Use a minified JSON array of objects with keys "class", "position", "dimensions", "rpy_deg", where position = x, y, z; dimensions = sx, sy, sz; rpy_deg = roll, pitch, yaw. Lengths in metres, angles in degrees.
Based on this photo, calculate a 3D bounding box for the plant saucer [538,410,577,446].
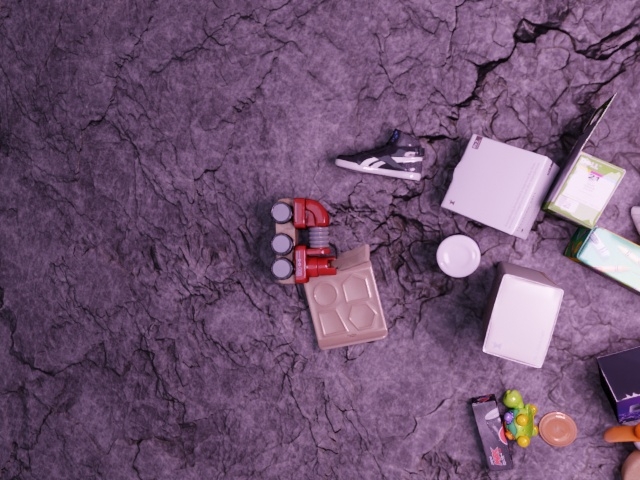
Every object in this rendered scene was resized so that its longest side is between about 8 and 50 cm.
[{"class":"plant saucer","position":[0.562,0.447,1.236],"dimensions":[0.083,0.013,0.083],"rpy_deg":[1,94,17]}]

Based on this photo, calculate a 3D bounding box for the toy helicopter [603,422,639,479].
[{"class":"toy helicopter","position":[0.763,0.419,1.068],"dimensions":[0.235,0.140,0.355],"rpy_deg":[35,115,9]}]

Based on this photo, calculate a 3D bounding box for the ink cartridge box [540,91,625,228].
[{"class":"ink cartridge box","position":[0.578,-0.160,1.104],"dimensions":[0.097,0.189,0.255],"rpy_deg":[29,101,14]}]

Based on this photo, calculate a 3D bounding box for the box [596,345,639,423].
[{"class":"box","position":[0.728,0.279,1.077],"dimensions":[0.261,0.184,0.103],"rpy_deg":[-22,53,18]}]

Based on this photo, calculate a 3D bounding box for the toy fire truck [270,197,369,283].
[{"class":"toy fire truck","position":[0.000,0.000,1.323],"dimensions":[0.246,0.158,0.217],"rpy_deg":[-1,87,5]}]

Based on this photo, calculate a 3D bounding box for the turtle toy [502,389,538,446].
[{"class":"turtle toy","position":[0.467,0.418,1.232],"dimensions":[0.066,0.095,0.130],"rpy_deg":[-3,91,39]}]

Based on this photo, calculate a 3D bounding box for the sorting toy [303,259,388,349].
[{"class":"sorting toy","position":[0.065,0.168,1.368],"dimensions":[0.193,0.038,0.208],"rpy_deg":[-14,84,18]}]

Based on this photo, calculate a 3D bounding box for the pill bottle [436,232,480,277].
[{"class":"pill bottle","position":[0.321,0.029,1.206],"dimensions":[0.094,0.169,0.094],"rpy_deg":[1,94,17]}]

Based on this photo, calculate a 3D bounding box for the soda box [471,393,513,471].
[{"class":"soda box","position":[0.416,0.464,1.262],"dimensions":[0.060,0.053,0.169],"rpy_deg":[-16,89,18]}]

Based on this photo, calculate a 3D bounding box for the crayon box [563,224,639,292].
[{"class":"crayon box","position":[0.672,0.068,1.099],"dimensions":[0.278,0.165,0.081],"rpy_deg":[30,98,13]}]

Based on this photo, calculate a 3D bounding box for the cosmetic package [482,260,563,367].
[{"class":"cosmetic package","position":[0.417,0.142,1.109],"dimensions":[0.113,0.309,0.160],"rpy_deg":[16,98,15]}]

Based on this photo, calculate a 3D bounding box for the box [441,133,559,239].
[{"class":"box","position":[0.402,-0.120,1.173],"dimensions":[0.182,0.119,0.181],"rpy_deg":[29,102,35]}]

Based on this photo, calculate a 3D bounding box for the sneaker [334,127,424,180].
[{"class":"sneaker","position":[0.150,-0.222,1.300],"dimensions":[0.217,0.079,0.121],"rpy_deg":[11,93,8]}]

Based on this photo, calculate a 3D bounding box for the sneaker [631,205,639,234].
[{"class":"sneaker","position":[0.748,-0.103,1.043],"dimensions":[0.110,0.118,0.292],"rpy_deg":[14,136,-20]}]
